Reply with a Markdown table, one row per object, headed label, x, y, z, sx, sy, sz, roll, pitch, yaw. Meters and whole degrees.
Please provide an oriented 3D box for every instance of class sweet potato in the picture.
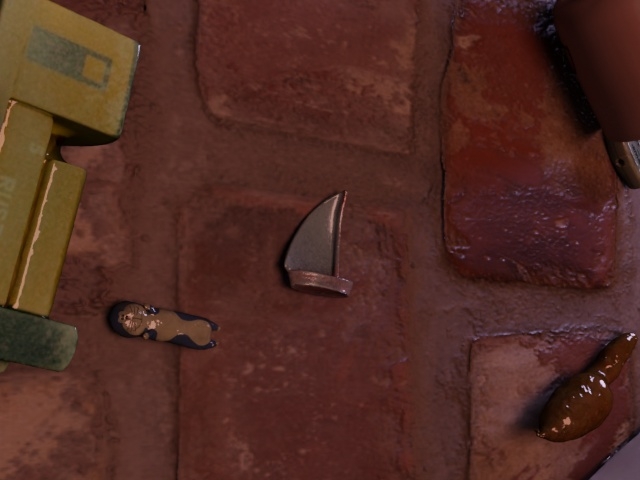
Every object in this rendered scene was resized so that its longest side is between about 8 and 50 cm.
| label | x | y | z | sx | sy | sz | roll | pitch | yaw |
| --- | --- | --- | --- | --- | --- | --- | --- | --- | --- |
| sweet potato | 0.357 | 0.207 | 1.381 | 0.269 | 0.075 | 0.074 | -34 | 107 | -41 |

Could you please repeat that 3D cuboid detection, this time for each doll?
| label | x | y | z | sx | sy | sz | roll | pitch | yaw |
| --- | --- | --- | --- | --- | --- | --- | --- | --- | --- |
| doll | -0.155 | 0.087 | 1.048 | 0.125 | 0.027 | 0.037 | 14 | 72 | -34 |

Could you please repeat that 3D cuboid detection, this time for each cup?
| label | x | y | z | sx | sy | sz | roll | pitch | yaw |
| --- | --- | --- | --- | --- | --- | --- | --- | --- | --- |
| cup | 0.434 | -0.280 | 1.407 | 0.200 | 0.192 | 0.253 | 58 | 30 | -15 |

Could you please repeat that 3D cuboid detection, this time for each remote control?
| label | x | y | z | sx | sy | sz | roll | pitch | yaw |
| --- | --- | --- | --- | --- | --- | --- | --- | --- | --- |
| remote control | 0.504 | -0.173 | 1.523 | 0.233 | 0.038 | 0.098 | -38 | 108 | -30 |

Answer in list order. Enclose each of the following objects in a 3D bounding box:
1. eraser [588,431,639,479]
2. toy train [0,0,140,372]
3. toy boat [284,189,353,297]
| label | x | y | z | sx | sy | sz | roll | pitch | yaw |
| --- | --- | --- | --- | --- | --- | --- | --- | --- | --- |
| eraser | 0.555 | 0.333 | 1.369 | 0.331 | 0.331 | 0.149 | -28 | 104 | -33 |
| toy train | -0.308 | -0.054 | 0.876 | 0.253 | 0.160 | 0.397 | 21 | 76 | -40 |
| toy boat | 0.000 | -0.001 | 1.167 | 0.096 | 0.034 | 0.122 | 14 | 71 | -34 |
